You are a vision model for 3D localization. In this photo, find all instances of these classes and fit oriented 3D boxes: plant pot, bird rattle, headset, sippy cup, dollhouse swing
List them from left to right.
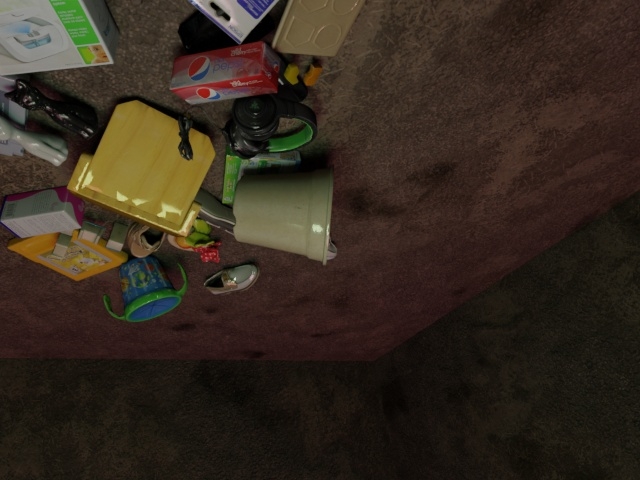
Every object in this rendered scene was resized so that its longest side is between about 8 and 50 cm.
[{"bbox_3d":[-0.742,0.195,1.858,0.306,0.224,0.240,-11,156,-44],"label":"sippy cup"},{"bbox_3d":[-0.536,-0.214,1.362,0.347,0.304,0.315,24,170,-24],"label":"dollhouse swing"},{"bbox_3d":[-0.509,-0.008,1.771,0.207,0.143,0.253,7,159,-5],"label":"bird rattle"},{"bbox_3d":[-0.197,-0.300,1.240,0.394,0.185,0.243,1,165,-23],"label":"headset"},{"bbox_3d":[-0.120,-0.096,1.447,0.306,0.333,0.333,5,147,-1],"label":"plant pot"}]

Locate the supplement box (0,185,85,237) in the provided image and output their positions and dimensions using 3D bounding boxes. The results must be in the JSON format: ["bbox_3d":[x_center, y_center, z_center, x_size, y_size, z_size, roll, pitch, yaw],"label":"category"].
[{"bbox_3d":[-0.939,-0.096,1.485,0.220,0.111,0.114,-9,148,1],"label":"supplement box"}]

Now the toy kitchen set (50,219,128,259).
[{"bbox_3d":[-0.858,0.004,1.632,0.207,0.122,0.166,24,118,-26],"label":"toy kitchen set"}]

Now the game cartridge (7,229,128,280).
[{"bbox_3d":[-0.999,0.046,1.751,0.285,0.052,0.323,-19,148,15],"label":"game cartridge"}]

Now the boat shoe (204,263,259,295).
[{"bbox_3d":[-0.421,0.186,2.062,0.302,0.113,0.103,-27,149,28],"label":"boat shoe"}]

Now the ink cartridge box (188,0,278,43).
[{"bbox_3d":[-0.124,-0.592,0.908,0.333,0.065,0.165,-38,140,21],"label":"ink cartridge box"}]

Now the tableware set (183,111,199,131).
[{"bbox_3d":[-0.451,-0.340,1.311,0.154,0.024,0.104,-17,144,15],"label":"tableware set"}]

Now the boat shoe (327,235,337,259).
[{"bbox_3d":[0.000,0.000,1.902,0.088,0.096,0.267,-25,137,32],"label":"boat shoe"}]

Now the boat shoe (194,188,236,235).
[{"bbox_3d":[-0.397,-0.092,1.631,0.096,0.112,0.335,-31,146,23],"label":"boat shoe"}]

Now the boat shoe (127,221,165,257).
[{"bbox_3d":[-0.667,-0.015,1.683,0.122,0.110,0.341,11,142,-29],"label":"boat shoe"}]

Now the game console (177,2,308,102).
[{"bbox_3d":[-0.176,-0.470,1.155,0.213,0.044,0.361,-24,144,23],"label":"game console"}]

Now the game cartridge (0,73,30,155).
[{"bbox_3d":[-0.888,-0.351,1.153,0.196,0.060,0.294,9,144,-32],"label":"game cartridge"}]

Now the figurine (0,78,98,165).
[{"bbox_3d":[-0.750,-0.310,1.158,0.215,0.092,0.209,-33,153,17],"label":"figurine"}]

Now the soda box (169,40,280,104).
[{"bbox_3d":[-0.232,-0.402,1.061,0.263,0.092,0.083,0,169,24],"label":"soda box"}]

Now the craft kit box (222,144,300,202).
[{"bbox_3d":[-0.214,-0.219,1.532,0.247,0.061,0.250,-1,147,-18],"label":"craft kit box"}]

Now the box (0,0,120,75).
[{"bbox_3d":[-0.608,-0.497,0.927,0.262,0.126,0.231,-6,150,-3],"label":"box"}]

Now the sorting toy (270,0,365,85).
[{"bbox_3d":[-0.021,-0.511,1.071,0.229,0.041,0.307,-17,159,-37],"label":"sorting toy"}]
